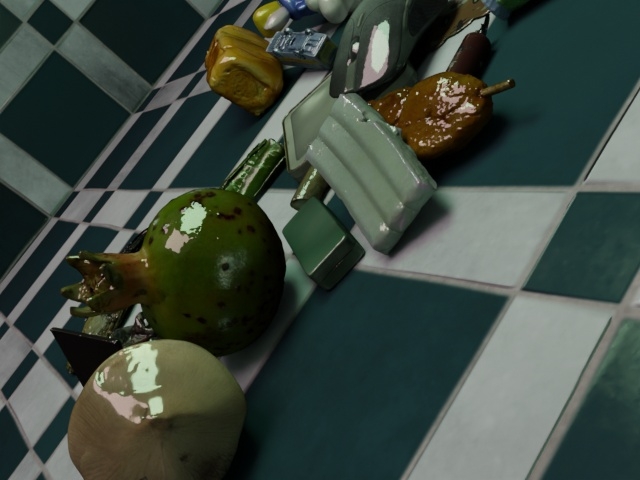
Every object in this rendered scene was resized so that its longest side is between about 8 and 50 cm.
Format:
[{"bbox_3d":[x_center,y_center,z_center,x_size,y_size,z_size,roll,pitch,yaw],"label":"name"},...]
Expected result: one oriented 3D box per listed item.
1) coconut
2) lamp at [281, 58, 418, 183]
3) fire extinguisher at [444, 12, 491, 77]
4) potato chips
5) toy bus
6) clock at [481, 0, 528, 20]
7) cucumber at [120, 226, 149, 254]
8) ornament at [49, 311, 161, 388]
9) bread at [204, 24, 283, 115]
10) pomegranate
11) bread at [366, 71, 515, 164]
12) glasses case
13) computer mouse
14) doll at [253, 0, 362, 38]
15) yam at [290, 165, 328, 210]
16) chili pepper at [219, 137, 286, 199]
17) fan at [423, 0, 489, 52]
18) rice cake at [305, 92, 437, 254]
[{"bbox_3d":[-0.192,0.221,0.947,0.224,0.224,0.224,-38,27,23],"label":"coconut"},{"bbox_3d":[0.041,-0.241,1.394,0.266,0.047,0.269,-42,25,17],"label":"lamp"},{"bbox_3d":[0.203,-0.245,1.132,0.158,0.043,0.064,-59,-16,-22],"label":"fire extinguisher"},{"bbox_3d":[-0.453,0.179,1.653,0.220,0.029,0.202,-34,29,37],"label":"potato chips"},{"bbox_3d":[-0.037,-0.405,1.697,0.190,0.075,0.064,22,82,54],"label":"toy bus"},{"bbox_3d":[0.312,-0.431,1.158,0.195,0.100,0.194,-38,30,30],"label":"clock"},{"bbox_3d":[-0.393,0.001,1.795,0.163,0.043,0.039,-42,63,20],"label":"cucumber"},{"bbox_3d":[-0.276,0.157,1.269,0.153,0.166,0.196,6,36,37],"label":"ornament"},{"bbox_3d":[-0.177,-0.403,1.862,0.294,0.166,0.132,-106,36,-60],"label":"bread"},{"bbox_3d":[-0.176,0.031,1.081,0.231,0.285,0.231,-24,55,40],"label":"pomegranate"},{"bbox_3d":[0.127,-0.150,1.076,0.344,0.084,0.124,-15,70,50],"label":"bread"},{"bbox_3d":[0.000,0.000,1.124,0.078,0.039,0.184,-47,24,5],"label":"glasses case"},{"bbox_3d":[0.087,-0.322,1.295,0.167,0.090,0.379,-14,40,47],"label":"computer mouse"},{"bbox_3d":[0.017,-0.593,1.774,0.365,0.187,0.376,-1,28,48],"label":"doll"},{"bbox_3d":[-0.010,-0.087,1.266,0.043,0.043,0.094,-11,46,54],"label":"yam"},{"bbox_3d":[-0.186,-0.039,1.468,0.085,0.076,0.359,29,78,40],"label":"chili pepper"},{"bbox_3d":[0.239,-0.408,1.349,0.152,0.008,0.227,-32,31,35],"label":"fan"},{"bbox_3d":[0.062,-0.094,1.042,0.127,0.043,0.237,-59,41,27],"label":"rice cake"}]
